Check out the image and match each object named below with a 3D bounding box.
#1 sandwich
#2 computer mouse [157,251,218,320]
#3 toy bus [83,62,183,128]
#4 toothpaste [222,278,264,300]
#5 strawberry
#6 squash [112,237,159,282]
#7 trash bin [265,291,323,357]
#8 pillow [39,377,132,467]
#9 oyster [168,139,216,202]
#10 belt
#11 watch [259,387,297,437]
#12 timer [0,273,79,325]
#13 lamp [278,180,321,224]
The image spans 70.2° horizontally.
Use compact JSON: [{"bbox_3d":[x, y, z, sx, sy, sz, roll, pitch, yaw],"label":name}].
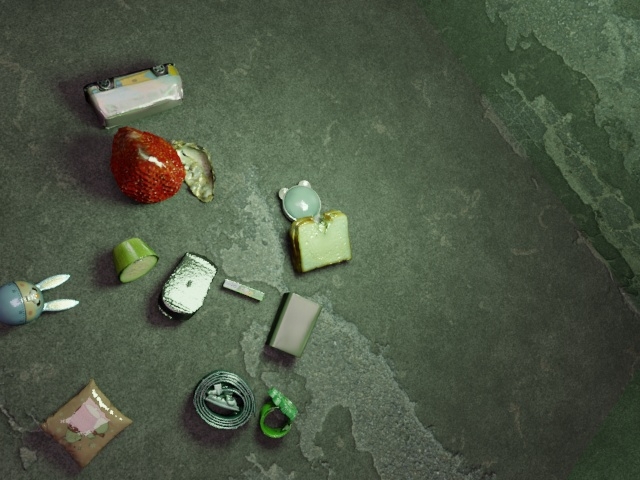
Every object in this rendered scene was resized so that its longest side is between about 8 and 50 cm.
[{"bbox_3d":[-0.001,0.000,2.029,0.274,0.095,0.248,-15,114,-23],"label":"sandwich"},{"bbox_3d":[-0.542,0.190,1.852,0.168,0.087,0.295,33,58,-15],"label":"computer mouse"},{"bbox_3d":[-0.751,-0.597,1.888,0.387,0.171,0.162,-27,100,-23],"label":"toy bus"},{"bbox_3d":[-0.328,0.214,1.945,0.179,0.043,0.037,23,76,-15],"label":"toothpaste"},{"bbox_3d":[-0.678,-0.293,1.751,0.267,0.351,0.312,-46,103,-13],"label":"strawberry"},{"bbox_3d":[-0.726,0.070,1.769,0.170,0.170,0.122,-29,79,-23],"label":"squash"},{"bbox_3d":[-0.119,0.361,1.954,0.164,0.122,0.240,27,74,-13],"label":"trash bin"},{"bbox_3d":[-0.842,0.660,1.647,0.223,0.084,0.236,-41,98,-23],"label":"pillow"},{"bbox_3d":[-0.537,-0.300,1.955,0.166,0.094,0.294,-15,95,-4],"label":"oyster"},{"bbox_3d":[-0.374,0.634,1.809,0.268,0.116,0.206,34,73,-8],"label":"belt"},{"bbox_3d":[-0.189,0.712,1.872,0.165,0.131,0.152,43,87,-12],"label":"watch"},{"bbox_3d":[-1.025,0.209,1.628,0.256,0.175,0.175,-17,86,-23],"label":"timer"},{"bbox_3d":[-0.075,-0.146,2.073,0.180,0.108,0.245,-25,89,-18],"label":"lamp"}]
